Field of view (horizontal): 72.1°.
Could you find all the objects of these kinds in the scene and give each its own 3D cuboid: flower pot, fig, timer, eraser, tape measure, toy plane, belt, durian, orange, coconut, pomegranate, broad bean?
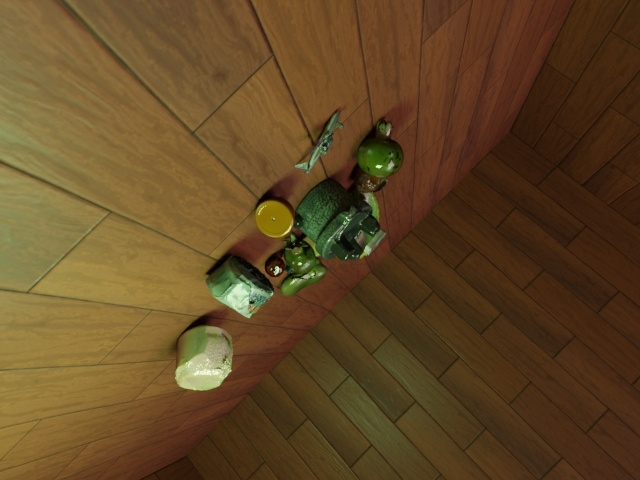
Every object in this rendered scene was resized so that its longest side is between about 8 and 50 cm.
[{"bbox_3d":[0.068,-0.069,1.709,0.299,0.283,0.299,-40,163,-14],"label":"flower pot"},{"bbox_3d":[-0.188,0.102,1.879,0.089,0.089,0.125,-52,-175,21],"label":"fig"},{"bbox_3d":[-0.137,-0.099,1.486,0.132,0.132,0.152,-54,-176,26],"label":"timer"},{"bbox_3d":[0.214,0.006,1.732,0.105,0.026,0.065,-47,164,-19],"label":"eraser"},{"bbox_3d":[-0.081,0.139,2.051,0.107,0.179,0.104,-22,136,-50],"label":"tape measure"},{"bbox_3d":[0.006,-0.306,1.398,0.226,0.058,0.226,-51,178,17],"label":"toy plane"},{"bbox_3d":[-0.278,0.162,1.565,0.150,0.207,0.257,-49,171,3],"label":"belt"},{"bbox_3d":[0.183,-0.075,1.946,0.169,0.158,0.352,86,16,-71],"label":"durian"},{"bbox_3d":[0.213,-0.265,1.861,0.156,0.134,0.157,-41,151,-28],"label":"orange"},{"bbox_3d":[-0.465,0.455,1.774,0.233,0.245,0.233,-4,139,-3],"label":"coconut"},{"bbox_3d":[0.225,-0.343,1.691,0.179,0.211,0.179,-8,170,-1],"label":"pomegranate"},{"bbox_3d":[-0.093,0.051,1.873,0.131,0.152,0.191,-34,140,-12],"label":"pomegranate"},{"bbox_3d":[-0.093,0.188,2.254,0.263,0.121,0.189,-29,166,-3],"label":"broad bean"}]

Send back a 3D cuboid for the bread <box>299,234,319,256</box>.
[{"bbox_3d":[0.000,0.000,2.014,0.228,0.034,0.228,-18,147,-12],"label":"bread"}]

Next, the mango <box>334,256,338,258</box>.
[{"bbox_3d":[0.145,0.044,2.427,0.151,0.120,0.221,-40,158,29],"label":"mango"}]
